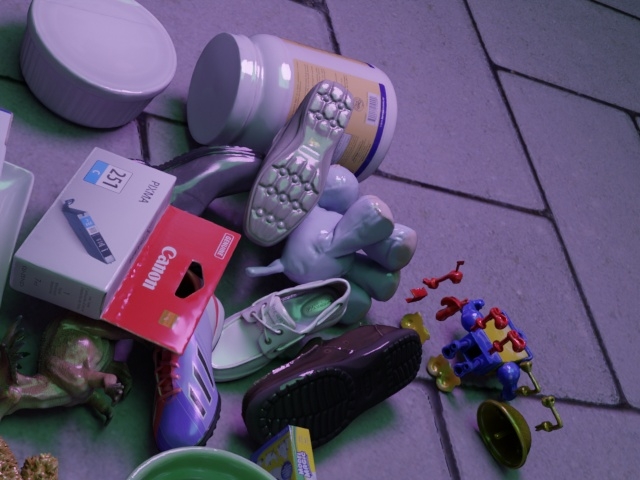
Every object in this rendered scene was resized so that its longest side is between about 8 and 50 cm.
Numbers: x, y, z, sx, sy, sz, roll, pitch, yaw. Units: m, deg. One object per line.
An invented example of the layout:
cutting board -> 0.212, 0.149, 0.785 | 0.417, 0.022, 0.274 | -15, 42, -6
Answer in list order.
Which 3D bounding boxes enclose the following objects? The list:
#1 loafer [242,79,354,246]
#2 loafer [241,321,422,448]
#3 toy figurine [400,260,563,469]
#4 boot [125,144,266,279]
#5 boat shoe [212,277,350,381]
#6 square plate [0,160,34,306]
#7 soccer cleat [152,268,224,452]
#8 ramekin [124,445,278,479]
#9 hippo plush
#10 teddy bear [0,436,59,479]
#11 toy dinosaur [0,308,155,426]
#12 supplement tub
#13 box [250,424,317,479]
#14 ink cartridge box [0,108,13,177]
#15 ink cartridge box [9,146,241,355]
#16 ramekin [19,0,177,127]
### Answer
loafer -> -0.040, -0.121, 1.911 | 0.112, 0.111, 0.319 | 33, 66, -8
loafer -> 0.005, 0.228, 1.839 | 0.366, 0.134, 0.130 | -17, 24, -42
toy figurine -> 0.337, 0.203, 2.068 | 0.217, 0.191, 0.363 | -10, 61, -50
boot -> -0.217, -0.028, 1.876 | 0.338, 0.118, 0.223 | -11, 61, -21
boat shoe -> -0.073, 0.126, 1.810 | 0.277, 0.096, 0.098 | -28, 75, -25
square plate -> -0.600, -0.031, 1.626 | 0.344, 0.049, 0.347 | 22, 42, -21
soccer cleat -> -0.206, 0.172, 1.678 | 0.318, 0.108, 0.116 | -88, 157, -48
ramekin -> -0.158, 0.431, 1.466 | 0.303, 0.148, 0.303 | 22, 42, -22
hippo plush -> 0.000, 0.000, 2.010 | 0.294, 0.234, 0.236 | -26, 43, -6
teddy bear -> -0.405, 0.298, 1.362 | 0.245, 0.113, 0.338 | 26, 21, -37
toy dinosaur -> -0.350, 0.153, 1.604 | 0.200, 0.127, 0.296 | 31, 34, -2
supplement tub -> -0.053, -0.242, 2.121 | 0.331, 0.241, 0.241 | 11, 47, -31
box -> -0.049, 0.368, 1.649 | 0.043, 0.105, 0.179 | 18, 43, -35
ink cartridge box -> -0.601, -0.107, 1.610 | 0.303, 0.072, 0.307 | 19, 41, -23
ink cartridge box -> -0.269, 0.006, 1.682 | 0.261, 0.066, 0.296 | 21, 38, 0
ramekin -> -0.395, -0.315, 2.002 | 0.272, 0.127, 0.273 | 22, 43, -22
